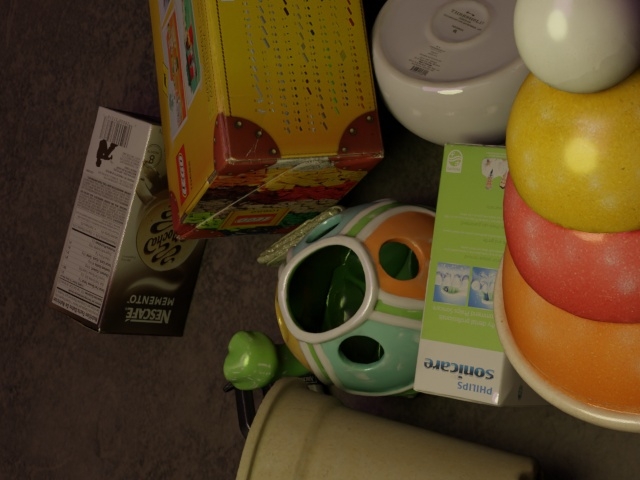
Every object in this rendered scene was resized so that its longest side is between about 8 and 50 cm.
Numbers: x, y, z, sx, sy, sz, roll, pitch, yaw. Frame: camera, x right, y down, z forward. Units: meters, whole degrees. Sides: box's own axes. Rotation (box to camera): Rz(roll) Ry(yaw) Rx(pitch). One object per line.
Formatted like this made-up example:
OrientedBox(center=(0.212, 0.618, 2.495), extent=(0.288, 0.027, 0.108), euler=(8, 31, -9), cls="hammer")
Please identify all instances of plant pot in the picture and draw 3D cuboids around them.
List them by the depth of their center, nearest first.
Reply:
OrientedBox(center=(0.088, 0.338, 1.798), extent=(0.305, 0.334, 0.334), euler=(6, 90, 15), cls="plant pot")

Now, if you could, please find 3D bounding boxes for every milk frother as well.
OrientedBox(center=(-0.057, 0.220, 2.103), extent=(0.143, 0.129, 0.134), euler=(115, 145, -72), cls="milk frother")

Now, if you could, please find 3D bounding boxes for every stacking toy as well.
OrientedBox(center=(0.287, -0.079, 1.448), extent=(0.350, 0.480, 0.350), euler=(-11, 49, 13), cls="stacking toy")

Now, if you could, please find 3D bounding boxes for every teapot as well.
OrientedBox(center=(0.188, -0.195, 1.885), extent=(0.252, 0.187, 0.256), euler=(-15, 48, 8), cls="teapot")

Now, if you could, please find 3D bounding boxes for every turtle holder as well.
OrientedBox(center=(0.039, 0.069, 1.932), extent=(0.320, 0.227, 0.243), euler=(0, 85, 34), cls="turtle holder")

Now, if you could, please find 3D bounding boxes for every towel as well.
OrientedBox(center=(0.000, 0.000, 2.059), extent=(0.148, 0.110, 0.027), euler=(-33, 68, 28), cls="towel")

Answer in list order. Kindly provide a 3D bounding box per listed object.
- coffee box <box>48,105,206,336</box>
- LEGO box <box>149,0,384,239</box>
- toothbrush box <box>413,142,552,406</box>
OrientedBox(center=(-0.252, -0.023, 2.225), extent=(0.119, 0.168, 0.297), euler=(21, 99, 38), cls="coffee box")
OrientedBox(center=(-0.090, -0.287, 1.995), extent=(0.372, 0.193, 0.500), euler=(139, 126, -71), cls="LEGO box")
OrientedBox(center=(0.226, 0.042, 1.810), extent=(0.122, 0.206, 0.283), euler=(6, 90, 39), cls="toothbrush box")
